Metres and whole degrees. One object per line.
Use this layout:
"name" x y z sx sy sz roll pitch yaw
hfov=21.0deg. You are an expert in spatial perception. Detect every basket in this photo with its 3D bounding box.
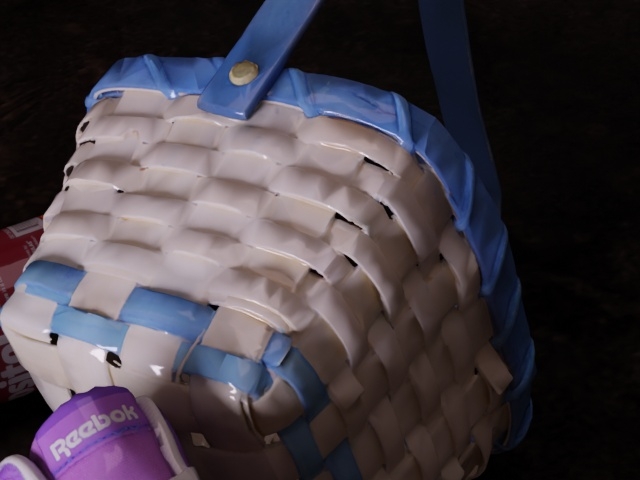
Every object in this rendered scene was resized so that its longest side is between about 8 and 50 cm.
"basket" 0.000 0.000 0.772 0.201 0.254 0.289 16 51 31

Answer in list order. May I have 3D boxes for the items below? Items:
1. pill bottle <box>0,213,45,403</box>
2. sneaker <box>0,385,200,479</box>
"pill bottle" -0.183 0.046 0.878 0.152 0.086 0.086 -20 37 -19
"sneaker" -0.049 0.130 0.566 0.102 0.161 0.282 -22 6 -25
